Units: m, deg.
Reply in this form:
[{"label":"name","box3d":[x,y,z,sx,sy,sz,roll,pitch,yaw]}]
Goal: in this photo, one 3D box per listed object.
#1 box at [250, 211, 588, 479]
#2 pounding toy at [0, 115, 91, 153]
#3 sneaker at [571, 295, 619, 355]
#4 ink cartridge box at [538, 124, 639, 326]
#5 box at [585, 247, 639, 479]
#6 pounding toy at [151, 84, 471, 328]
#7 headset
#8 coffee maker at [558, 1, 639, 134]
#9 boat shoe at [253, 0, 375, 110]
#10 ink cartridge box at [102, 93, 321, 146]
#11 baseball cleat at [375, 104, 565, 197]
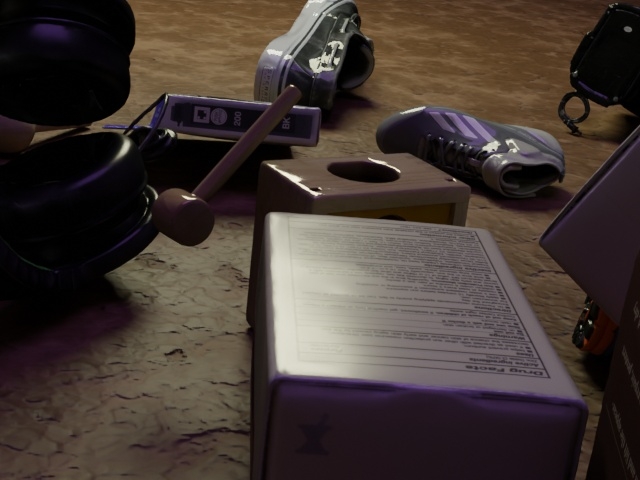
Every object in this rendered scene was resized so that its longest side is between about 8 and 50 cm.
[{"label":"box","box3d":[0.037,0.084,0.648,0.149,0.127,0.232,5,21,-5]},{"label":"pounding toy","box3d":[-0.389,-0.158,1.253,0.237,0.110,0.183,40,14,5]},{"label":"sneaker","box3d":[0.257,0.043,0.920,0.087,0.083,0.221,25,29,10]},{"label":"ink cartridge box","box3d":[0.322,0.001,0.834,0.226,0.131,0.306,47,35,14]},{"label":"box","box3d":[0.202,0.128,0.467,0.168,0.203,0.167,7,20,2]},{"label":"pounding toy","box3d":[-0.004,-0.008,0.805,0.206,0.181,0.094,-5,24,-29]},{"label":"headset","box3d":[-0.223,-0.080,0.912,0.185,0.243,0.394,-8,0,18]},{"label":"coffee maker","box3d":[0.407,-0.219,1.567,0.178,0.171,0.120,9,49,-57]},{"label":"boat shoe","box3d":[0.013,-0.238,1.565,0.119,0.121,0.335,18,33,8]},{"label":"ink cartridge box","box3d":[-0.117,-0.126,1.214,0.208,0.045,0.206,4,5,-10]},{"label":"baseball cleat","box3d":[0.159,-0.095,1.252,0.206,0.072,0.109,4,27,5]}]
